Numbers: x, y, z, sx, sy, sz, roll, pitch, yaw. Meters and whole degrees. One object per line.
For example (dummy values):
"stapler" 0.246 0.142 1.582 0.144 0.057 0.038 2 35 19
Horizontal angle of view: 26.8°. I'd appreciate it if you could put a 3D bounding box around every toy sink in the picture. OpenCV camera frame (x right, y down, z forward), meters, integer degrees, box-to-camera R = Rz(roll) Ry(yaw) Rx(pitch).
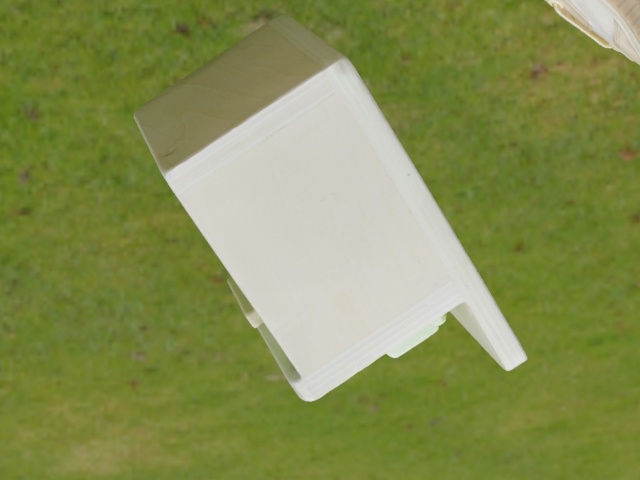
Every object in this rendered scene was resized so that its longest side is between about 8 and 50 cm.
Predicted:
"toy sink" 0.000 0.000 0.837 0.131 0.153 0.234 -34 114 -1

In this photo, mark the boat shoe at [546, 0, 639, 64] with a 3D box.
"boat shoe" 0.125 -0.111 0.548 0.170 0.059 0.063 35 93 -25
